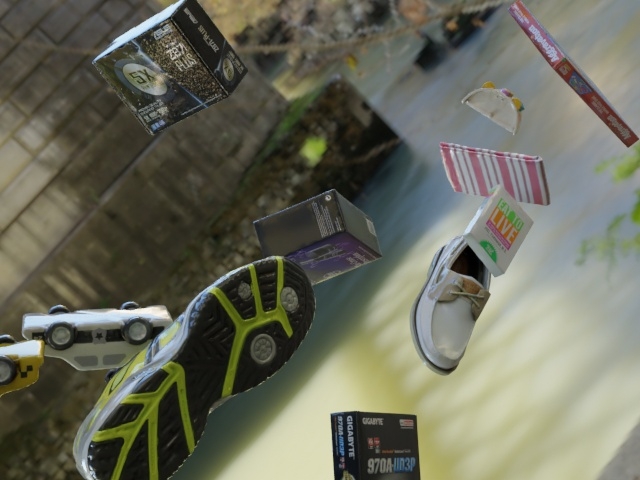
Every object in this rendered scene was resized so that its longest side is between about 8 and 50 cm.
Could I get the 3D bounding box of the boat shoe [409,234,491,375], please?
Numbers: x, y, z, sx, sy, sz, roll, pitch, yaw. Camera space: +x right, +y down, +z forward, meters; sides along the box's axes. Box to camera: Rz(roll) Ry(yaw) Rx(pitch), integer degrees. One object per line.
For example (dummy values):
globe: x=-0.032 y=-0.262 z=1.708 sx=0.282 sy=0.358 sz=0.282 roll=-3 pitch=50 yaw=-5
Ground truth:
boat shoe: x=0.238 y=0.099 z=1.938 sx=0.103 sy=0.113 sz=0.302 roll=-47 pitch=21 yaw=43

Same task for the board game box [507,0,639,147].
board game box: x=0.394 y=-0.253 z=1.684 sx=0.027 sy=0.281 sz=0.145 roll=-41 pitch=49 yaw=16

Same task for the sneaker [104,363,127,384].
sneaker: x=-0.335 y=0.260 z=1.951 sx=0.188 sy=0.078 sz=0.067 roll=-8 pitch=38 yaw=54

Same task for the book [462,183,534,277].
book: x=0.301 y=-0.018 z=1.863 sx=0.035 sy=0.096 sz=0.144 roll=-26 pitch=20 yaw=45

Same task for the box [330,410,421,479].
box: x=0.090 y=0.356 z=1.698 sx=0.051 sy=0.220 sz=0.175 roll=-10 pitch=75 yaw=28

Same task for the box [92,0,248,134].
box: x=-0.227 y=-0.263 z=1.650 sx=0.180 sy=0.147 sz=0.077 roll=-20 pitch=28 yaw=35

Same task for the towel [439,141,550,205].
towel: x=0.321 y=-0.124 z=1.995 sx=0.197 sy=0.144 sz=0.029 roll=11 pitch=64 yaw=23

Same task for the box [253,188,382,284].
box: x=0.000 y=0.000 z=2.270 sx=0.184 sy=0.103 sz=0.261 roll=-20 pitch=-18 yaw=15

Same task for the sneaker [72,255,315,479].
sneaker: x=-0.164 y=0.149 z=1.354 sx=0.385 sy=0.145 sz=0.147 roll=-41 pitch=19 yaw=-29

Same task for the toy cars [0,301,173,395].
toy cars: x=-0.345 y=0.148 z=1.315 sx=0.176 sy=0.087 sz=0.394 roll=7 pitch=12 yaw=35

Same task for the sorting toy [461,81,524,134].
sorting toy: x=0.242 y=-0.185 z=1.453 sx=0.045 sy=0.083 sz=0.075 roll=-61 pitch=-12 yaw=23
